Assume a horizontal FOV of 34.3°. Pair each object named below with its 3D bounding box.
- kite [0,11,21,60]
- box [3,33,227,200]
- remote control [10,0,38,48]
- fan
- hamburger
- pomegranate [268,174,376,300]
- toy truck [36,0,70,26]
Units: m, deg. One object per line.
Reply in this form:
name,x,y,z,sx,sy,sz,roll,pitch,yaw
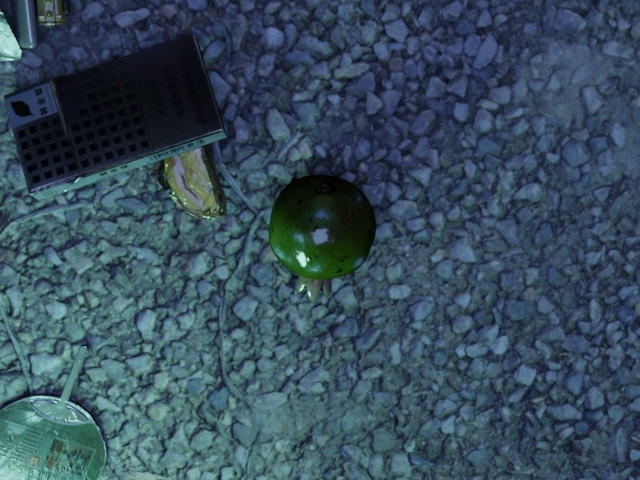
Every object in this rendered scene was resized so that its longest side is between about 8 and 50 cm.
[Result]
kite,-0.539,-0.361,1.582,0.141,0.015,0.245,3,143,-4
box,-0.329,-0.198,1.663,0.325,0.047,0.180,-18,76,0
remote control,-0.475,-0.431,1.613,0.029,0.067,0.260,-14,111,-35
fan,-0.464,0.352,1.876,0.294,0.012,0.223,-38,106,7
hamburger,-0.222,-0.113,1.724,0.102,0.087,0.176,-16,99,12
pomegranate,0.000,0.001,1.740,0.187,0.187,0.225,2,131,-6
toy truck,-0.425,-0.400,1.628,0.052,0.063,0.123,-2,107,-4
